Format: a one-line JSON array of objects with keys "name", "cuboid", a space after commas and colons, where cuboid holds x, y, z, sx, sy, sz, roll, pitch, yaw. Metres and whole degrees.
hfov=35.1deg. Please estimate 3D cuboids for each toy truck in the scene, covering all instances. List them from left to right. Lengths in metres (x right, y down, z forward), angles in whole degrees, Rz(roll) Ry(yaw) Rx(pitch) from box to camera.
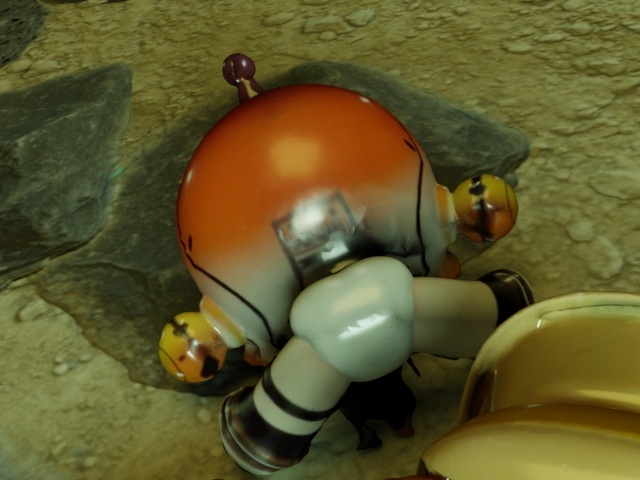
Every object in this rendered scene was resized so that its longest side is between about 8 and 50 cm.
[{"name": "toy truck", "cuboid": [0.131, 0.188, 0.491, 0.204, 0.288, 0.211, 4, 16, 26]}]

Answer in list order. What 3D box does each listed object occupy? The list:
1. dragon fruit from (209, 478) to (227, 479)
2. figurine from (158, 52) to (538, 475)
[{"name": "dragon fruit", "cuboid": [-0.116, 0.231, 0.693, 0.192, 0.123, 0.092, -16, -3, 6]}, {"name": "figurine", "cuboid": [-0.001, -0.002, 0.821, 0.320, 0.196, 0.323, -26, 48, -3]}]
